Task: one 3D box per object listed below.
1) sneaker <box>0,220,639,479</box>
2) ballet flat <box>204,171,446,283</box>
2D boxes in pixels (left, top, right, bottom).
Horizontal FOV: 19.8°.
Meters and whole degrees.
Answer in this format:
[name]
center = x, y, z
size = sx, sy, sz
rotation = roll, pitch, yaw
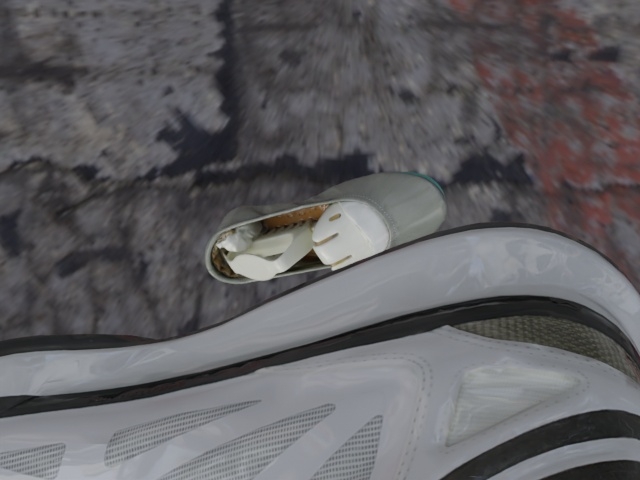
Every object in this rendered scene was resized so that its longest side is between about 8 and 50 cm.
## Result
[sneaker]
center = -0.076, 0.157, 0.686
size = 0.447, 0.257, 0.169
rotation = -23, 116, 13
[ballet flat]
center = 0.000, 0.000, 1.397
size = 0.213, 0.068, 0.072
rotation = -10, 119, 38
